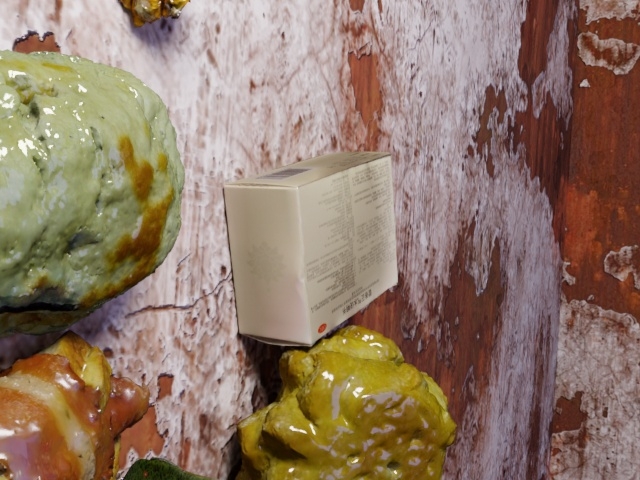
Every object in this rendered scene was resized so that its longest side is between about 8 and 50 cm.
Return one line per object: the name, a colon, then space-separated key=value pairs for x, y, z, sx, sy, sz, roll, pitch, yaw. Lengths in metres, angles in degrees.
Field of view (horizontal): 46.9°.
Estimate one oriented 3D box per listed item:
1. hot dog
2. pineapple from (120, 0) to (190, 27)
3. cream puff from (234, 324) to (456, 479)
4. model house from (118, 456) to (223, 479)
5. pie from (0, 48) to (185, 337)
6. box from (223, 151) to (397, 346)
hot dog: x=-0.193 y=0.149 z=0.489 sx=0.213 sy=0.103 sz=0.146 roll=-39 pitch=126 yaw=-53
pineapple: x=-0.135 y=-0.248 z=0.603 sx=0.114 sy=0.114 sz=0.077 roll=52 pitch=10 yaw=-27
cream puff: x=0.024 y=0.214 z=0.772 sx=0.196 sy=0.244 sz=0.244 roll=-107 pitch=177 yaw=-55
model house: x=-0.129 y=0.326 z=0.521 sx=0.154 sy=0.207 sz=0.294 roll=7 pitch=86 yaw=-56
pie: x=-0.184 y=-0.027 z=0.501 sx=0.248 sy=0.090 sz=0.201 roll=-13 pitch=107 yaw=-55
box: x=0.000 y=0.000 z=0.812 sx=0.212 sy=0.095 sz=0.168 roll=-26 pitch=113 yaw=-56
